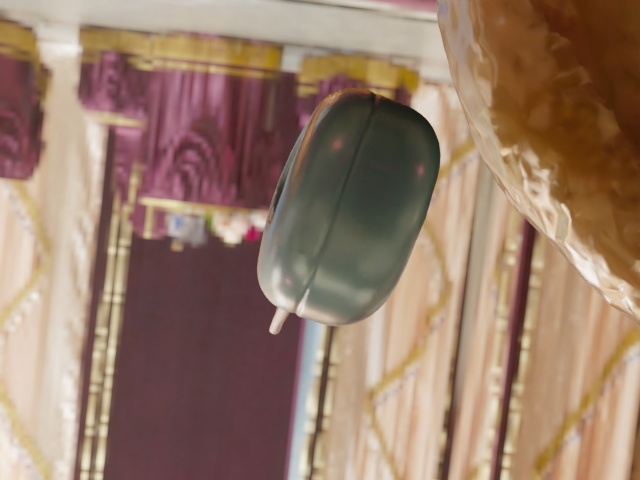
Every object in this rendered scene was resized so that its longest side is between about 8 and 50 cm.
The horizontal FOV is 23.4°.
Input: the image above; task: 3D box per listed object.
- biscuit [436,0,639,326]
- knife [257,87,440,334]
[{"bbox_3d":[0.142,-0.086,0.473,0.213,0.274,0.091,-6,174,-2],"label":"biscuit"},{"bbox_3d":[0.001,-0.002,0.430,0.032,0.058,0.244,16,175,-2],"label":"knife"}]
